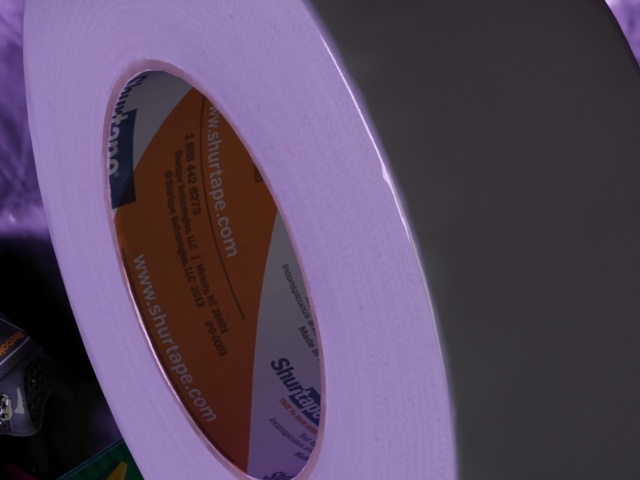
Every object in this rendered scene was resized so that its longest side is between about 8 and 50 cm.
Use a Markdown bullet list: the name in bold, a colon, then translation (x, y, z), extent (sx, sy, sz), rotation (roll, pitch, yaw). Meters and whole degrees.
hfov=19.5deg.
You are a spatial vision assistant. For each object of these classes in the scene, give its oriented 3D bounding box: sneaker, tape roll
- **sneaker**: translation (-0.145, 0.092, 0.704), extent (0.077, 0.072, 0.178), rotation (34, 135, 7)
- **tape roll**: translation (0.000, 0.000, 0.487), extent (0.219, 0.072, 0.219), rotation (41, 140, 46)

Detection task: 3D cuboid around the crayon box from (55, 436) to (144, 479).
- **crayon box**: translation (-0.096, 0.204, 0.707), extent (0.165, 0.081, 0.278), rotation (52, 132, 6)
